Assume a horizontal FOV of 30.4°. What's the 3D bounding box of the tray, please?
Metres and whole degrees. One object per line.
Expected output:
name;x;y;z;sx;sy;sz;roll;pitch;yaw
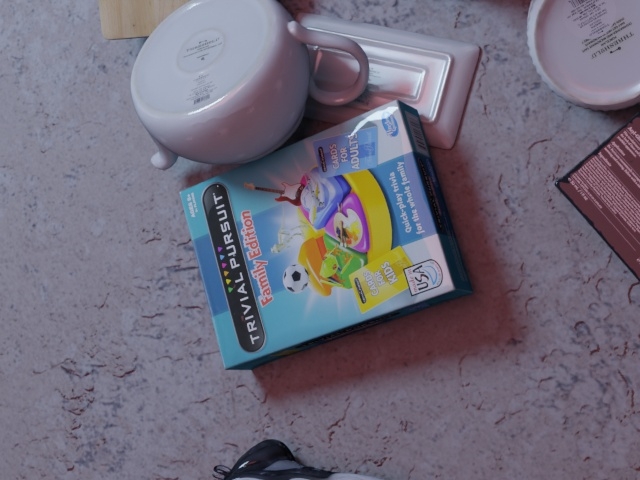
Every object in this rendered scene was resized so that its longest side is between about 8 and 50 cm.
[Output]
tray;0.067;-0.220;1.580;0.270;0.030;0.145;15;89;22

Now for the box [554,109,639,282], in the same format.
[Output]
box;0.434;-0.024;1.378;0.184;0.103;0.261;-42;71;14

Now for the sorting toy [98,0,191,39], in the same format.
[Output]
sorting toy;-0.183;-0.419;1.644;0.255;0.089;0.257;-2;98;18

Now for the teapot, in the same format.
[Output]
teapot;-0.105;-0.193;1.536;0.256;0.187;0.252;27;75;41

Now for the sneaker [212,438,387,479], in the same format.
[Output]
sneaker;-0.008;0.317;1.499;0.268;0.153;0.101;6;103;-13

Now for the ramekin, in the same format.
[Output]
ramekin;0.342;-0.250;1.400;0.207;0.109;0.207;7;110;19

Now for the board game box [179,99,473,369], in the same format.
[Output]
board game box;0.000;0.000;1.533;0.336;0.079;0.254;-21;76;22
